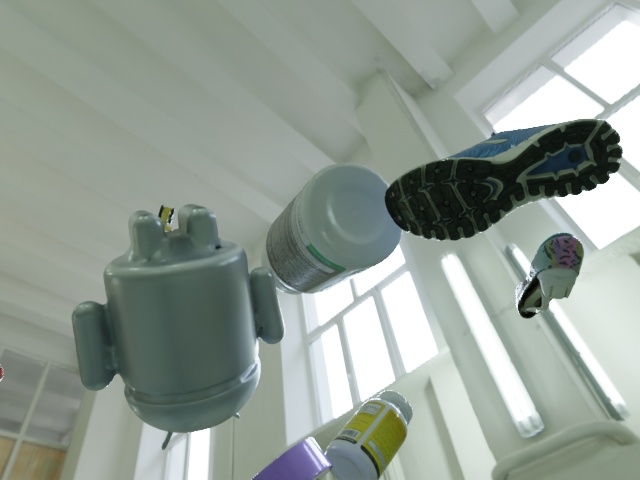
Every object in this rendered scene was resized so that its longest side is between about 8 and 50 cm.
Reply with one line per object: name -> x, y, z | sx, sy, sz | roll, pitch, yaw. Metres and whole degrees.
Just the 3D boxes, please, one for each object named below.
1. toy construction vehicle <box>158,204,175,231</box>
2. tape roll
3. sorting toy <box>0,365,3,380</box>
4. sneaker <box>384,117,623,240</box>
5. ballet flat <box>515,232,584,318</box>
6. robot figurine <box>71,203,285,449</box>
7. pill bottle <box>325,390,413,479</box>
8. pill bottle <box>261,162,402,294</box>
toy construction vehicle -> -0.256, -0.004, 0.826 | 0.086, 0.035, 0.098 | 18, -65, -15
tape roll -> -0.101, 0.628, 1.178 | 0.275, 0.090, 0.274 | -34, -27, -20
sorting toy -> -0.868, 0.251, 0.949 | 0.366, 0.126, 0.127 | 35, -60, -20
sneaker -> 0.263, -0.094, 0.718 | 0.330, 0.147, 0.129 | -15, -78, 18
ballet flat -> 0.385, 0.075, 0.786 | 0.077, 0.079, 0.221 | 10, -30, 10
robot figurine -> -0.197, 0.126, 0.690 | 0.300, 0.200, 0.353 | -9, -80, -21
pill bottle -> 0.181, 0.670, 1.589 | 0.188, 0.334, 0.187 | 17, -59, 32
pill bottle -> 0.000, 0.000, 0.984 | 0.204, 0.204, 0.361 | 12, -21, -19
